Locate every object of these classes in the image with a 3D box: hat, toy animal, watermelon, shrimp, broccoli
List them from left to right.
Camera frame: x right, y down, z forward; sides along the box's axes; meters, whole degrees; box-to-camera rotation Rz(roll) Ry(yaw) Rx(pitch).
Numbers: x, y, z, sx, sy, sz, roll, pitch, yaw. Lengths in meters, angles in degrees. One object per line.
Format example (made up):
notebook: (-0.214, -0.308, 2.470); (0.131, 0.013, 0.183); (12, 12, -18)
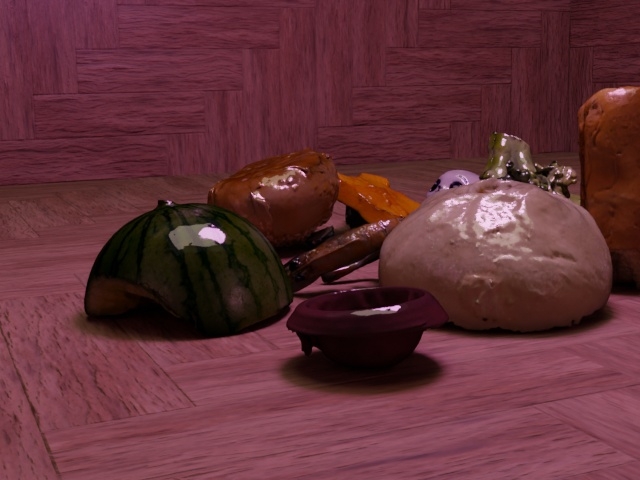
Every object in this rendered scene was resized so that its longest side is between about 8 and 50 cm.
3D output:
watermelon: (-0.201, 0.029, 1.441); (0.330, 0.190, 0.331); (0, 16, 0)
shrimp: (0.046, 0.028, 1.592); (0.253, 0.058, 0.173); (-27, -17, 4)
hat: (0.061, 0.114, 1.158); (0.205, 0.089, 0.205); (-5, 7, 1)
toy animal: (0.280, -0.064, 1.954); (0.138, 0.179, 0.166); (9, 9, -35)
broccoli: (0.367, -0.075, 1.717); (0.247, 0.246, 0.288); (22, -17, -34)

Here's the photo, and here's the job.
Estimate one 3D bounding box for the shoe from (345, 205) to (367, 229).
shoe: (0.109, -0.067, 2.275); (0.077, 0.074, 0.194); (3, 7, -6)

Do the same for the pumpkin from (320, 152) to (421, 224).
pumpkin: (0.134, -0.103, 2.162); (0.290, 0.095, 0.258); (37, 23, 20)

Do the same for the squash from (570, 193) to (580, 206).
squash: (0.528, -0.047, 1.973); (0.118, 0.118, 0.370); (-1, 8, 1)

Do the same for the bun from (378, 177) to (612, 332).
bun: (0.271, 0.007, 1.433); (0.364, 0.202, 0.364); (-2, 12, 1)

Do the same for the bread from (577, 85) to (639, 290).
bread: (0.535, -0.088, 1.547); (0.195, 0.344, 0.149); (-3, 0, 0)

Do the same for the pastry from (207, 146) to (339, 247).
pastry: (-0.092, -0.076, 1.974); (0.284, 0.184, 0.315); (-11, 15, 25)

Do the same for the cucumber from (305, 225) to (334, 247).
cucumber: (0.000, 0.000, 1.990); (0.067, 0.035, 0.107); (-19, 8, 9)
